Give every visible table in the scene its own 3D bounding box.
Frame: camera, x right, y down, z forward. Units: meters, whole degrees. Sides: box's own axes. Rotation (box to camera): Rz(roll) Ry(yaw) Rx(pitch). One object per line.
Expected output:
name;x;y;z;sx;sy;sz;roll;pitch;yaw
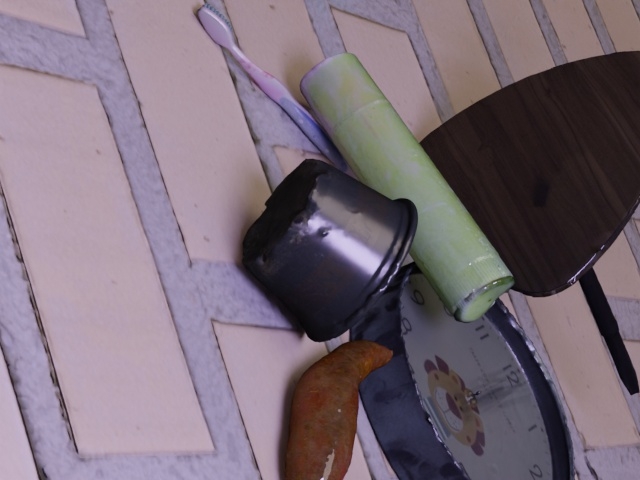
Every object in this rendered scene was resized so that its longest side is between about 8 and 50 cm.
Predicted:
table;0.311;-0.024;2.011;0.249;0.317;0.317;49;29;-41

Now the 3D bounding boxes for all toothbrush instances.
toothbrush;-0.035;-0.140;1.850;0.269;0.021;0.027;48;36;-24

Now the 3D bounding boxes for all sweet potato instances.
sweet potato;0.010;0.152;1.606;0.078;0.058;0.255;46;35;-16

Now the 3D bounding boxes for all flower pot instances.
flower pot;0.000;0.000;1.655;0.107;0.157;0.157;36;34;-16

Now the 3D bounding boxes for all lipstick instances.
lipstick;0.086;-0.054;1.821;0.076;0.076;0.304;6;46;-58

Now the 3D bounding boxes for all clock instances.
clock;0.148;0.162;1.831;0.312;0.061;0.313;39;35;-34
